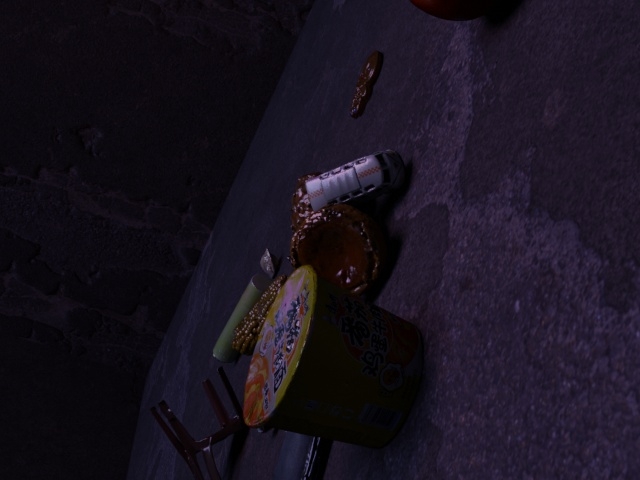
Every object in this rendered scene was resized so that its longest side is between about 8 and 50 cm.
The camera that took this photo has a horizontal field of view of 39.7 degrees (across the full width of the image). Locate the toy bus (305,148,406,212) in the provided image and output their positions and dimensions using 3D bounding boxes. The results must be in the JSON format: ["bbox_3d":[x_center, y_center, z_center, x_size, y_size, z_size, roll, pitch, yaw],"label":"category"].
[{"bbox_3d":[0.064,-0.110,1.681,0.194,0.089,0.087,-20,84,31],"label":"toy bus"}]

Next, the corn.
[{"bbox_3d":[-0.139,0.192,2.184,0.320,0.097,0.097,127,159,-46],"label":"corn"}]

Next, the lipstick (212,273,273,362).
[{"bbox_3d":[-0.215,0.223,2.459,0.076,0.076,0.304,-88,24,-52],"label":"lipstick"}]

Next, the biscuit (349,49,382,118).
[{"bbox_3d":[0.110,-0.389,2.187,0.124,0.026,0.175,167,122,-74],"label":"biscuit"}]

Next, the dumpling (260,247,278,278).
[{"bbox_3d":[-0.142,0.066,2.441,0.076,0.052,0.057,-63,3,15],"label":"dumpling"}]

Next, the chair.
[{"bbox_3d":[-0.255,0.500,2.140,0.326,0.183,0.175,61,151,7],"label":"chair"}]

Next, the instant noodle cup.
[{"bbox_3d":[0.023,0.187,1.349,0.264,0.200,0.264,-160,90,-75],"label":"instant noodle cup"}]

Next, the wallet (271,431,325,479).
[{"bbox_3d":[-0.022,0.339,1.622,0.190,0.046,0.379,149,138,-70],"label":"wallet"}]

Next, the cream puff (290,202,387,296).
[{"bbox_3d":[0.051,0.006,1.644,0.183,0.183,0.169,-63,-10,24],"label":"cream puff"}]

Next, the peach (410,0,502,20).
[{"bbox_3d":[0.241,-0.478,1.485,0.243,0.199,0.243,-20,36,16],"label":"peach"}]

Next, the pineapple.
[{"bbox_3d":[0.000,0.000,1.848,0.158,0.157,0.279,-125,46,-73],"label":"pineapple"}]

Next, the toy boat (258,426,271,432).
[{"bbox_3d":[-0.106,0.348,1.896,0.140,0.059,0.066,-69,26,9],"label":"toy boat"}]
